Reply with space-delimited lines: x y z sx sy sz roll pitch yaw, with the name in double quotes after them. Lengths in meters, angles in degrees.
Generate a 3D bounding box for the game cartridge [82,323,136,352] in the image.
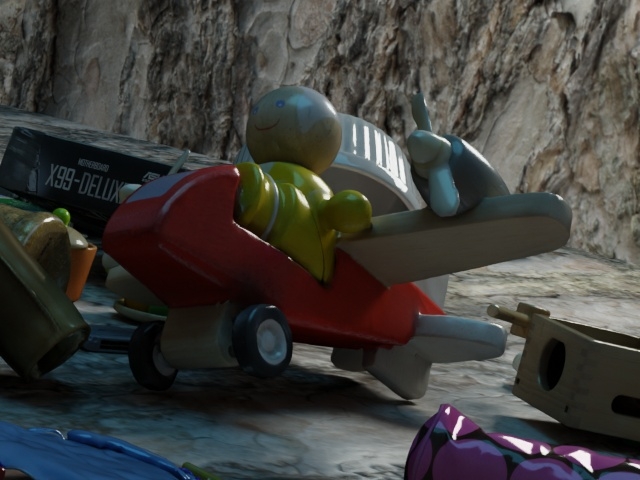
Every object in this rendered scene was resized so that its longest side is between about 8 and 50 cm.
-0.192 0.090 1.817 0.083 0.017 0.056 7 11 -37 "game cartridge"

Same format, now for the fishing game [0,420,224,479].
-0.148 0.150 1.252 0.189 0.041 0.264 18 1 43 "fishing game"

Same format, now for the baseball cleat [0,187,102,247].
-0.338 -0.040 2.472 0.206 0.072 0.109 7 13 -5 "baseball cleat"

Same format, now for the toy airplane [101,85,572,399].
0.000 0.000 1.759 0.386 0.272 0.384 -2 -10 -6 "toy airplane"

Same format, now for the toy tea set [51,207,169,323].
-0.141 0.017 2.059 0.336 0.124 0.200 7 8 -37 "toy tea set"

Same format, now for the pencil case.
0.163 0.170 1.389 0.209 0.095 0.098 13 41 0 "pencil case"

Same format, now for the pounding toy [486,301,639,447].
0.229 0.123 1.874 0.181 0.094 0.206 13 5 -20 "pounding toy"

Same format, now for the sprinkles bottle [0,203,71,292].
-0.404 -0.004 1.796 0.355 0.121 0.121 14 7 18 "sprinkles bottle"

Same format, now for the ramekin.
-0.001 -0.030 1.945 0.207 0.207 0.109 11 40 -6 "ramekin"

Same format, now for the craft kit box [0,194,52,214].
-0.483 -0.041 2.313 0.250 0.061 0.246 16 11 41 "craft kit box"

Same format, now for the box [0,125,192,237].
-0.187 -0.029 2.284 0.242 0.076 0.307 15 -8 30 "box"

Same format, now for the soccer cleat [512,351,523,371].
0.285 0.132 2.007 0.196 0.076 0.068 15 7 35 "soccer cleat"

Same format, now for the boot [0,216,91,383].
-0.300 0.003 1.624 0.269 0.089 0.236 50 -10 4 "boot"
